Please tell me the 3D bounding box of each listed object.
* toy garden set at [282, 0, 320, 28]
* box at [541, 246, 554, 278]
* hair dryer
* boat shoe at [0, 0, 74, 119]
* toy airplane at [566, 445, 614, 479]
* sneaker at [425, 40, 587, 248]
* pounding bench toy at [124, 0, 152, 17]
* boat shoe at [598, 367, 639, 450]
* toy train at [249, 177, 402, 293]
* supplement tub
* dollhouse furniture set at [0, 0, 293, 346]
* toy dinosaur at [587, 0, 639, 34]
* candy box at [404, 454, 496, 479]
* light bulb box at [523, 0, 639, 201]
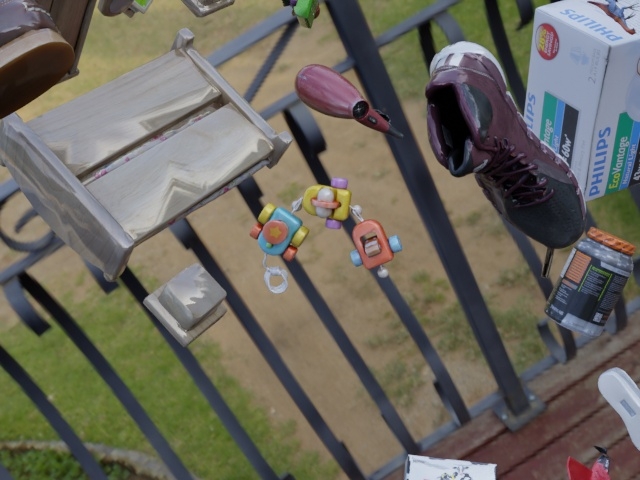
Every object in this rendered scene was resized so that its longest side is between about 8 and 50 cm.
[{"bbox_3d":[-0.006,-0.422,1.192,0.049,0.245,0.204,15,7,0],"label":"toy garden set"},{"bbox_3d":[0.610,-0.026,2.252,0.021,0.165,0.201,10,41,13],"label":"box"},{"bbox_3d":[0.059,-0.255,1.559,0.223,0.080,0.293,22,12,1],"label":"hair dryer"},{"bbox_3d":[-0.253,-0.085,0.515,0.207,0.073,0.073,-37,80,-21],"label":"boat shoe"},{"bbox_3d":[0.294,0.294,0.925,0.028,0.151,0.151,0,46,38],"label":"toy airplane"},{"bbox_3d":[0.195,-0.079,0.970,0.106,0.281,0.162,-31,12,34],"label":"sneaker"},{"bbox_3d":[-0.264,-0.372,1.236,0.065,0.052,0.083,12,69,57],"label":"pounding bench toy"},{"bbox_3d":[0.573,0.311,1.547,0.063,0.066,0.184,-20,65,-47],"label":"boat shoe"},{"bbox_3d":[0.000,0.000,0.958,0.166,0.125,0.046,-17,4,13],"label":"toy train"},{"bbox_3d":[0.516,0.078,1.633,0.117,0.117,0.191,37,107,49],"label":"supplement tub"},{"bbox_3d":[-0.150,-0.096,0.777,0.303,0.355,0.174,-38,-8,-39],"label":"dollhouse furniture set"},{"bbox_3d":[0.526,-0.395,1.517,0.090,0.047,0.082,-13,68,34],"label":"toy dinosaur"},{"bbox_3d":[0.228,0.495,1.538,0.164,0.070,0.196,5,65,4],"label":"candy box"},{"bbox_3d":[0.639,-0.320,1.784,0.360,0.358,0.225,-18,39,-19],"label":"light bulb box"}]
